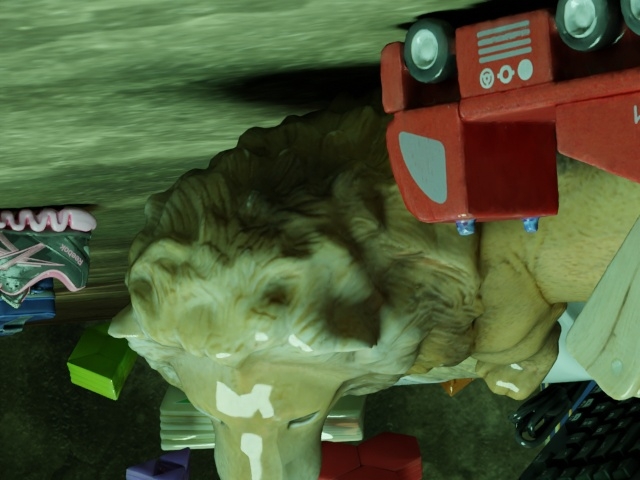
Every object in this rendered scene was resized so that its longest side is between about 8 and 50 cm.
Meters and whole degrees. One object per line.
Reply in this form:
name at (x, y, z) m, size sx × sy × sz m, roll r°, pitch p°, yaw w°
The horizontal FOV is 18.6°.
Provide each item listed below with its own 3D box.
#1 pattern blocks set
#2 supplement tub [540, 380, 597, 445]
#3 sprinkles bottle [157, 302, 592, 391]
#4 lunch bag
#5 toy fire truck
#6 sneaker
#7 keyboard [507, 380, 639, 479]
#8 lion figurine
pattern blocks set at (-0.030, 0.085, 1.330) m, size 0.285 × 0.026 × 0.325 m, roll 4°, pitch -150°, yaw 17°
supplement tub at (0.266, 0.122, 1.310) m, size 0.235 × 0.325 × 0.235 m, roll -4°, pitch 176°, yaw 0°
sprinkles bottle at (0.034, 0.028, 1.140) m, size 0.121 × 0.121 × 0.355 m, roll -2°, pitch 175°, yaw -39°
lunch bag at (-0.228, 0.034, 1.357) m, size 0.098 × 0.065 × 0.067 m, roll -7°, pitch 176°, yaw 41°
toy fire truck at (0.096, -0.005, 0.541) m, size 0.047 × 0.135 × 0.192 m, roll -1°, pitch 176°, yaw -41°
sneaker at (-0.186, 0.011, 1.118) m, size 0.119 × 0.057 × 0.047 m, roll -3°, pitch 178°, yaw -12°
keyboard at (0.193, 0.050, 1.077) m, size 0.317 × 0.033 × 0.201 m, roll -43°, pitch -170°, yaw -37°
lion figurine at (0.128, -0.015, 0.723) m, size 0.392 × 0.142 × 0.240 m, roll -19°, pitch 166°, yaw 9°
